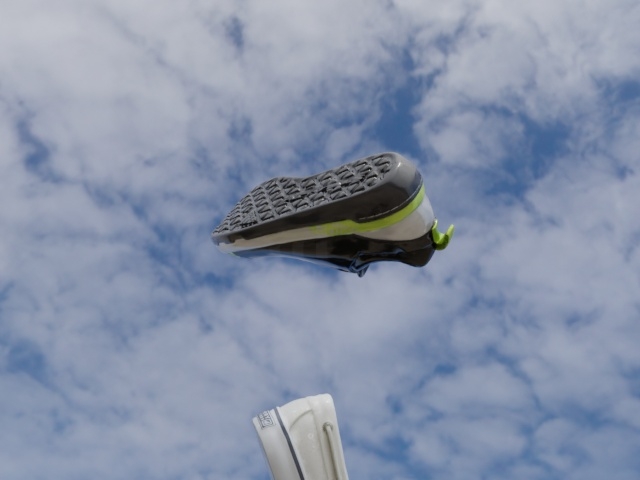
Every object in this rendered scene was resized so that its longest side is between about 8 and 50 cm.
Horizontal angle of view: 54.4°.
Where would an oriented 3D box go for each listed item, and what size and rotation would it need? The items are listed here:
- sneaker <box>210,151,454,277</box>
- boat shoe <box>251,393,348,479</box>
[{"bbox_3d":[0.000,0.000,0.525,0.234,0.084,0.097,-6,-53,45],"label":"sneaker"},{"bbox_3d":[0.043,0.365,0.796,0.156,0.136,0.367,-20,-88,-13],"label":"boat shoe"}]
